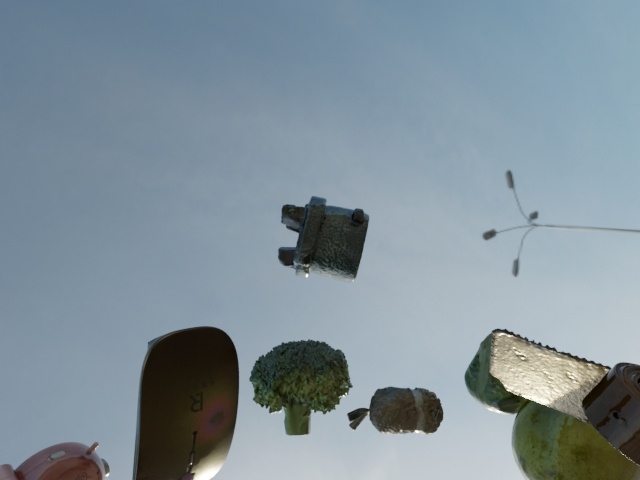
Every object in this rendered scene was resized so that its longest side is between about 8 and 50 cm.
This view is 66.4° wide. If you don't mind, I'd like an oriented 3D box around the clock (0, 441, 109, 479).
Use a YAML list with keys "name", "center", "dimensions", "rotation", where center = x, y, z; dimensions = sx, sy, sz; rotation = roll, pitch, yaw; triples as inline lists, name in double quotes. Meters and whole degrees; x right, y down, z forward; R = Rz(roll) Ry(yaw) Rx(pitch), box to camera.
- name: "clock"
  center: [-0.610, 0.592, 1.140]
  dimensions: [0.241, 0.142, 0.227]
  rotation: [-12, -56, -50]

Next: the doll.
- name: "doll"
  center: [0.172, 0.393, 1.131]
  dimensions: [0.115, 0.221, 0.105]
  rotation: [60, -150, -69]

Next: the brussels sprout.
- name: "brussels sprout"
  center: [0.582, 0.420, 1.556]
  dimensions: [0.210, 0.219, 0.271]
  rotation: [-31, -61, -30]

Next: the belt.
- name: "belt"
  center: [0.547, 0.289, 0.749]
  dimensions: [0.105, 0.261, 0.184]
  rotation: [-63, 0, 23]

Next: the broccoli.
- name: "broccoli"
  center: [-0.049, 0.386, 1.342]
  dimensions: [0.235, 0.288, 0.259]
  rotation: [96, 173, -51]

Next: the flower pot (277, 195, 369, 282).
- name: "flower pot"
  center: [0.000, 0.000, 1.610]
  dimensions: [0.283, 0.299, 0.299]
  rotation: [14, -95, 1]

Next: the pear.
- name: "pear"
  center: [0.643, 0.534, 1.246]
  dimensions: [0.304, 0.304, 0.303]
  rotation: [-6, -80, -41]

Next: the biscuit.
- name: "biscuit"
  center: [0.447, 0.271, 0.958]
  dimensions: [0.013, 0.232, 0.237]
  rotation: [-54, -34, -30]

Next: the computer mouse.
- name: "computer mouse"
  center: [-0.211, 0.281, 0.760]
  dimensions: [0.158, 0.072, 0.310]
  rotation: [-3, -70, -39]
